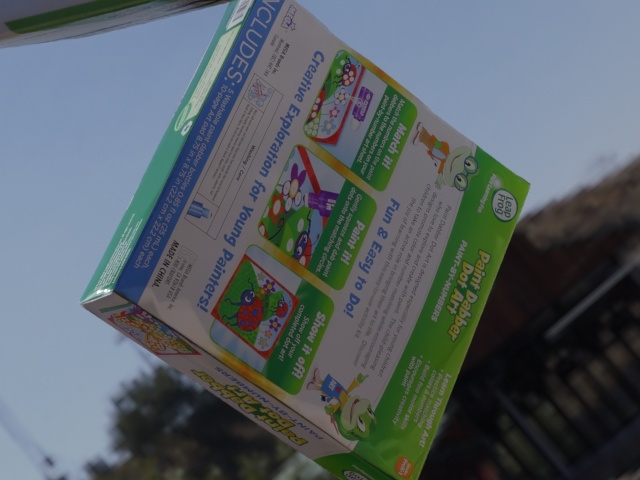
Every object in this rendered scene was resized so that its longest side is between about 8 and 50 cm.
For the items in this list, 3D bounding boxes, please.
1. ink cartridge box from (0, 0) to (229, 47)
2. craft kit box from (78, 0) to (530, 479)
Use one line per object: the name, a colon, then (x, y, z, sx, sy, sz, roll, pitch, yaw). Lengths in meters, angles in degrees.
ink cartridge box: (-0.119, -0.158, 0.988, 0.160, 0.092, 0.219, -11, 5, 20)
craft kit box: (0.000, 0.000, 1.218, 0.061, 0.247, 0.250, -23, 37, 55)
